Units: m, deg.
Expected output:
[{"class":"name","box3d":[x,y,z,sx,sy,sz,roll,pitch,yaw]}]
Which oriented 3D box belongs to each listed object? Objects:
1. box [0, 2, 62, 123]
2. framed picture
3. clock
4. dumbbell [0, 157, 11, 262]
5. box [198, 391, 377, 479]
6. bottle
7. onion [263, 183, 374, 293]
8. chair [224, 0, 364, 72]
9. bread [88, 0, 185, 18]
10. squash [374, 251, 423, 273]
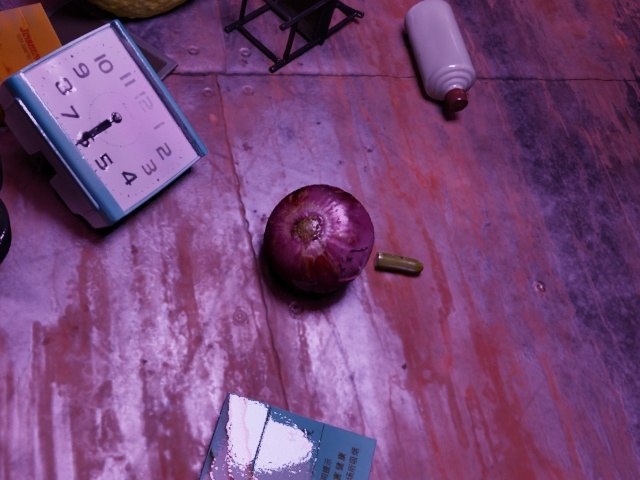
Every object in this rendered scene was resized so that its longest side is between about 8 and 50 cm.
[{"class":"box","box3d":[-0.557,-0.274,1.320,0.274,0.076,0.174,-22,70,-24]},{"class":"framed picture","box3d":[-0.413,-0.326,1.443,0.252,0.014,0.197,34,56,6]},{"class":"clock","box3d":[-0.345,-0.180,1.279,0.231,0.116,0.262,-45,109,-37]},{"class":"dumbbell","box3d":[-0.514,-0.053,1.118,0.153,0.218,0.152,7,58,-12]},{"class":"box","box3d":[-0.047,0.323,1.131,0.229,0.041,0.162,20,55,-5]},{"class":"bottle","box3d":[0.243,-0.361,1.611,0.104,0.104,0.245,-2,60,-18]},{"class":"onion","box3d":[-0.003,-0.004,1.289,0.177,0.153,0.177,3,75,-10]},{"class":"chair","box3d":[-0.038,-0.462,1.572,0.154,0.141,0.260,43,60,11]},{"class":"bread","box3d":[-0.350,-0.605,1.448,0.348,0.348,0.308,-29,64,-30]},{"class":"squash","box3d":[0.135,0.039,1.373,0.083,0.027,0.027,11,56,-12]}]
